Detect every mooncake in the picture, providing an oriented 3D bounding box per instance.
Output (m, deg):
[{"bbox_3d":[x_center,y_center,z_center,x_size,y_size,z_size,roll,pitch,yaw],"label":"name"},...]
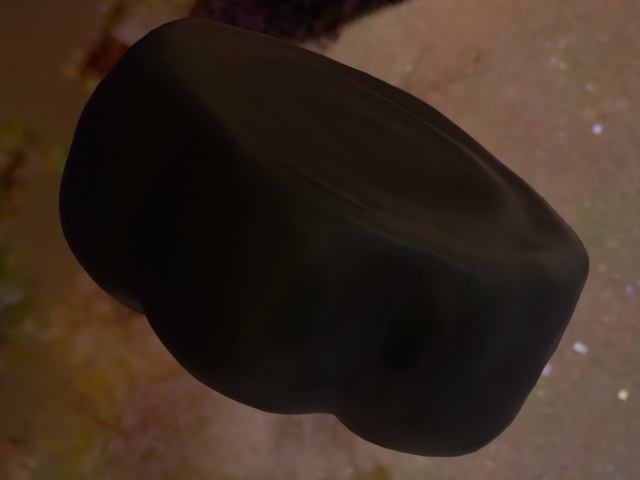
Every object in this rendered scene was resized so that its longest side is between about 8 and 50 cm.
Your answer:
[{"bbox_3d":[0.000,0.000,0.887,0.135,0.275,0.275,-63,-174,15],"label":"mooncake"}]
